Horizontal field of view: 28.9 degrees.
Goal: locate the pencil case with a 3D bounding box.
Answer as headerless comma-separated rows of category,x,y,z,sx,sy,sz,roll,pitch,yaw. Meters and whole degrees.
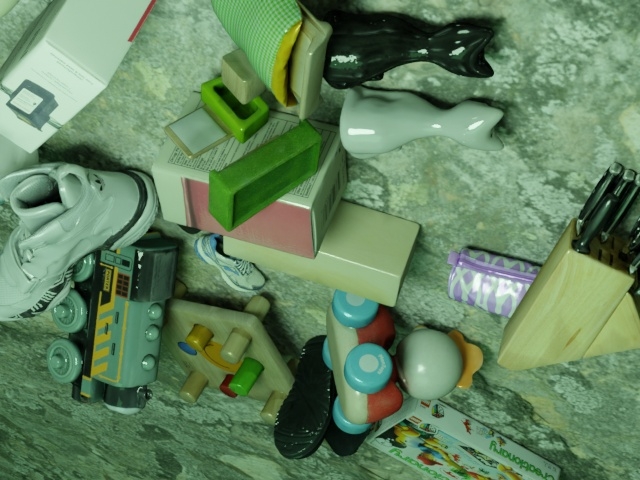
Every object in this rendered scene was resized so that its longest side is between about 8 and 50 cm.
pencil case,0.283,0.068,1.769,0.206,0.086,0.088,12,161,15

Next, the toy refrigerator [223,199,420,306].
toy refrigerator,0.000,0.000,1.828,0.269,0.102,0.094,17,146,7

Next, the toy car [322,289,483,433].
toy car,0.136,0.179,1.971,0.238,0.210,0.219,-6,152,-9

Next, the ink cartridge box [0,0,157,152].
ink cartridge box,-0.335,-0.241,1.621,0.100,0.172,0.237,37,144,-21

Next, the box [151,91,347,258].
box,-0.093,-0.090,1.713,0.232,0.149,0.127,15,147,13

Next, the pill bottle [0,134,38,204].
pill bottle,-0.568,-0.104,1.972,0.146,0.146,0.264,39,143,-23

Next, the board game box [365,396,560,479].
board game box,0.258,0.392,2.268,0.305,0.053,0.193,30,146,-10

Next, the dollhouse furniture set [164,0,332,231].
dollhouse furniture set,-0.108,-0.190,1.507,0.197,0.151,0.301,48,156,21

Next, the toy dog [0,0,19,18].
toy dog,-0.539,-0.299,1.534,0.408,0.284,0.395,-30,92,29

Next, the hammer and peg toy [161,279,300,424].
hammer and peg toy,-0.159,0.229,2.190,0.266,0.127,0.361,10,144,31

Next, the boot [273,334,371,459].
boot,0.016,0.315,2.136,0.094,0.246,0.207,-6,135,24

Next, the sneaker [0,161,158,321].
sneaker,-0.440,-0.005,1.898,0.366,0.137,0.210,-34,156,19

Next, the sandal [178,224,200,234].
sandal,-0.205,-0.060,1.917,0.067,0.040,0.179,22,147,1

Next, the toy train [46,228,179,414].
toy train,-0.338,0.122,2.038,0.190,0.334,0.142,16,-167,33

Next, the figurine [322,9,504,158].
figurine,0.120,-0.185,1.520,0.209,0.092,0.215,4,143,19

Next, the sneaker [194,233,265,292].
sneaker,-0.139,0.035,2.005,0.135,0.052,0.058,37,140,-21

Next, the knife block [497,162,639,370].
knife block,0.335,0.033,1.624,0.275,0.088,0.242,-14,115,24
